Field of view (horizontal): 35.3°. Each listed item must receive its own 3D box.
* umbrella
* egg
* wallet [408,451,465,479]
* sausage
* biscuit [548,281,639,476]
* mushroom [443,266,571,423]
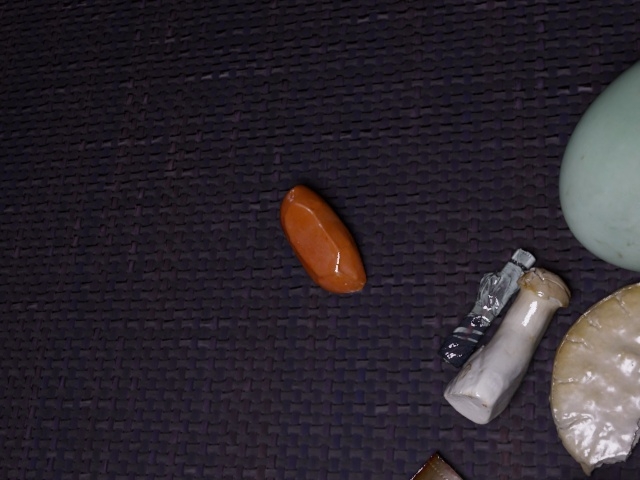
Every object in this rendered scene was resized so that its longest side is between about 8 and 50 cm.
[{"bbox_3d":[0.225,0.089,1.375,0.050,0.046,0.188,36,85,6],"label":"umbrella"},{"bbox_3d":[0.477,-0.113,1.234,0.389,0.276,0.276,-33,64,4],"label":"egg"},{"bbox_3d":[0.108,0.412,1.310,0.255,0.031,0.137,-45,64,0],"label":"wallet"},{"bbox_3d":[0.000,0.000,1.466,0.089,0.089,0.179,-35,73,4],"label":"sausage"},{"bbox_3d":[0.377,0.157,1.303,0.141,0.038,0.290,24,81,25],"label":"biscuit"},{"bbox_3d":[0.252,0.136,1.328,0.081,0.092,0.223,28,75,38],"label":"mushroom"}]
